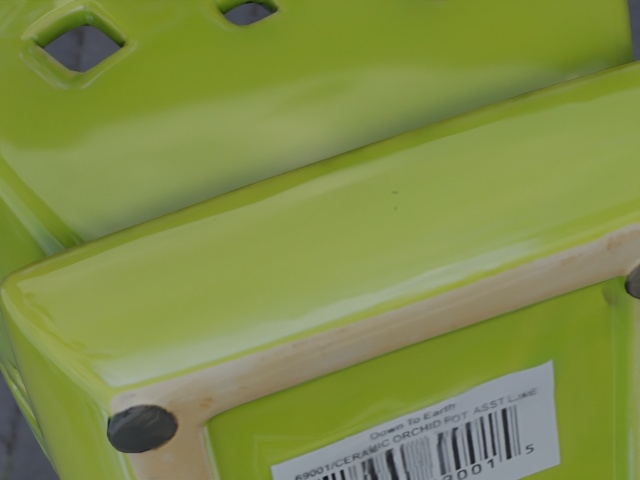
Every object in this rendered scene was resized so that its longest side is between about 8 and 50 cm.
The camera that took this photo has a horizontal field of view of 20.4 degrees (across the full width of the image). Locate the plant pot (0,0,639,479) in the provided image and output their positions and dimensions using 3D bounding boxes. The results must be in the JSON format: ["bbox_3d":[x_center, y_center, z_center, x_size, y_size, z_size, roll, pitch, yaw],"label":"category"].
[{"bbox_3d":[0.000,0.000,0.560,0.227,0.228,0.207,80,169,-46],"label":"plant pot"}]
